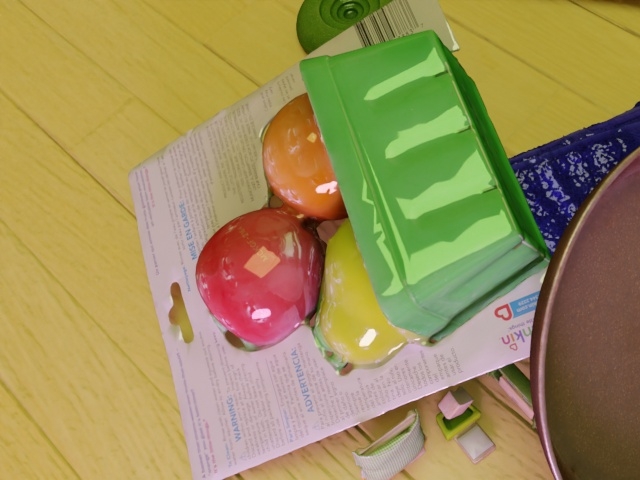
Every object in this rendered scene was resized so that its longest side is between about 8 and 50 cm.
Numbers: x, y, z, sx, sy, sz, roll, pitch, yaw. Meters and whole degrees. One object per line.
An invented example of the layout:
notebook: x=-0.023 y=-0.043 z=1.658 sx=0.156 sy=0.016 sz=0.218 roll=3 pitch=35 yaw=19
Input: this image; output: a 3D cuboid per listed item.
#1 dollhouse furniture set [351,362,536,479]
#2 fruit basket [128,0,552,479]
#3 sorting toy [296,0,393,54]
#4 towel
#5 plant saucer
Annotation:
dollhouse furniture set: x=0.103 y=0.158 z=0.637 sx=0.152 sy=0.076 sz=0.058 roll=-34 pitch=61 yaw=-10
fruit basket: x=0.000 y=0.000 z=0.692 sx=0.353 sy=0.165 sz=0.326 roll=-31 pitch=64 yaw=26
sorting toy: x=0.026 y=-0.249 z=0.845 sx=0.127 sy=0.126 sz=0.365 roll=-2 pitch=62 yaw=9
towel: x=0.303 y=-0.031 z=0.705 sx=0.308 sy=0.076 sz=0.227 roll=-24 pitch=60 yaw=-4
plant saucer: x=0.258 y=0.069 z=0.574 sx=0.310 sy=0.310 sz=0.050 roll=-48 pitch=25 yaw=-16
